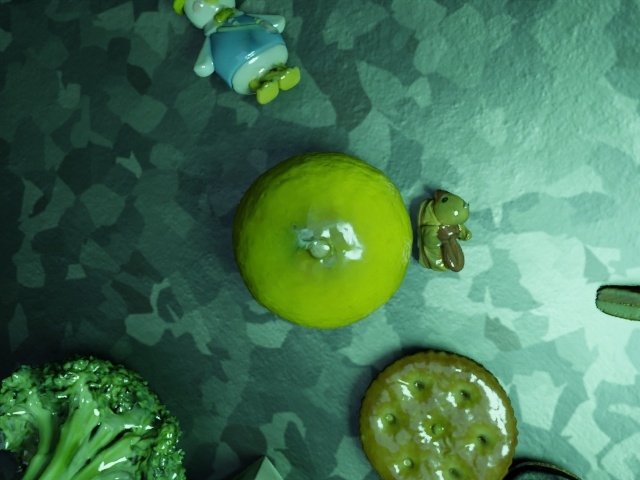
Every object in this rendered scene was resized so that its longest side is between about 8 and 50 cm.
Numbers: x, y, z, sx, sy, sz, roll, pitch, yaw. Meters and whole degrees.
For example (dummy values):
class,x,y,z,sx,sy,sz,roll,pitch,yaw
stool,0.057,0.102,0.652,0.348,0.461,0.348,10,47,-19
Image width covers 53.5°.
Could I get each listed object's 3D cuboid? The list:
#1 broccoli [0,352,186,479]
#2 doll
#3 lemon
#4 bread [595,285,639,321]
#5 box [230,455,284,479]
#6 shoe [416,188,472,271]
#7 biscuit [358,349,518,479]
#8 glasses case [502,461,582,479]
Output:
class,x,y,z,sx,sy,sz,roll,pitch,yaw
broccoli,-0.336,0.307,0.918,0.288,0.235,0.260,6,60,20
doll,-0.129,-0.296,0.895,0.135,0.099,0.241,-38,87,17
lemon,0.000,0.000,0.823,0.240,0.219,0.240,0,93,8
bread,0.417,0.082,0.818,0.109,0.062,0.043,1,95,15
box,-0.155,0.507,0.893,0.341,0.143,0.225,-37,85,0
shoe,0.171,-0.010,0.862,0.069,0.072,0.109,19,94,49
biscuit,0.162,0.258,0.882,0.220,0.066,0.220,0,90,12
glasses case,0.279,0.458,0.858,0.122,0.082,0.321,13,97,14
